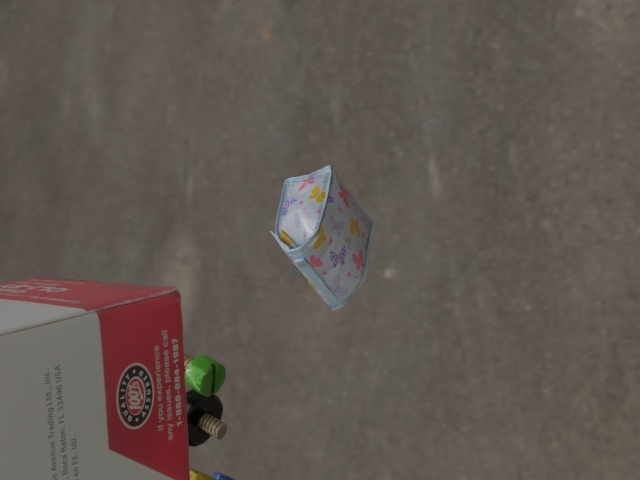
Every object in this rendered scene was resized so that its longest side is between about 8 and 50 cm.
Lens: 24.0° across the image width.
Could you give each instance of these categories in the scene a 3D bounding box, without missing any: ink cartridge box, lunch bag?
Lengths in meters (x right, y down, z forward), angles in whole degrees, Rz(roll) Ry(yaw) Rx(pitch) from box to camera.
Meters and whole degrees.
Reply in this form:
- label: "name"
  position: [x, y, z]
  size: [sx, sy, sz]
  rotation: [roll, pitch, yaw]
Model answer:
- label: "ink cartridge box"
  position: [-0.264, 0.188, 0.944]
  size: [0.160, 0.384, 0.279]
  rotation: [5, 101, 36]
- label: "lunch bag"
  position: [0.000, 0.000, 1.103]
  size: [0.053, 0.071, 0.083]
  rotation: [-18, 43, 27]

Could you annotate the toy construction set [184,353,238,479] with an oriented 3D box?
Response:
- label: "toy construction set"
  position: [-0.114, 0.318, 1.409]
  size: [0.237, 0.309, 0.257]
  rotation: [25, 150, 34]
